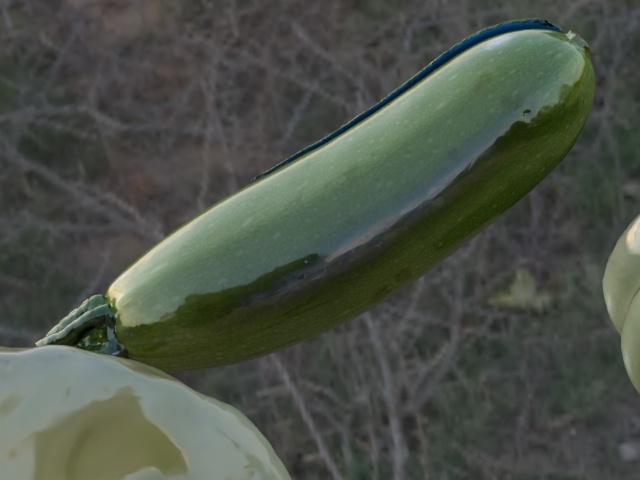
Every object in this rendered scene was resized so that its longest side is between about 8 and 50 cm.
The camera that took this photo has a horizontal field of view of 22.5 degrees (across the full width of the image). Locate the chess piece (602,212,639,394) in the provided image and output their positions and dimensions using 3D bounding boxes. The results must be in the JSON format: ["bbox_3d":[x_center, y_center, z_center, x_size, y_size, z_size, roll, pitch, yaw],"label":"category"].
[{"bbox_3d":[0.283,0.133,0.979,0.182,0.182,0.330,-9,47,6],"label":"chess piece"}]

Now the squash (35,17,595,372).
[{"bbox_3d":[0.000,0.000,0.841,0.341,0.094,0.094,-31,34,4],"label":"squash"}]

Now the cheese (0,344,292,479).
[{"bbox_3d":[-0.174,0.146,0.547,0.384,0.384,0.104,-28,13,-20],"label":"cheese"}]
